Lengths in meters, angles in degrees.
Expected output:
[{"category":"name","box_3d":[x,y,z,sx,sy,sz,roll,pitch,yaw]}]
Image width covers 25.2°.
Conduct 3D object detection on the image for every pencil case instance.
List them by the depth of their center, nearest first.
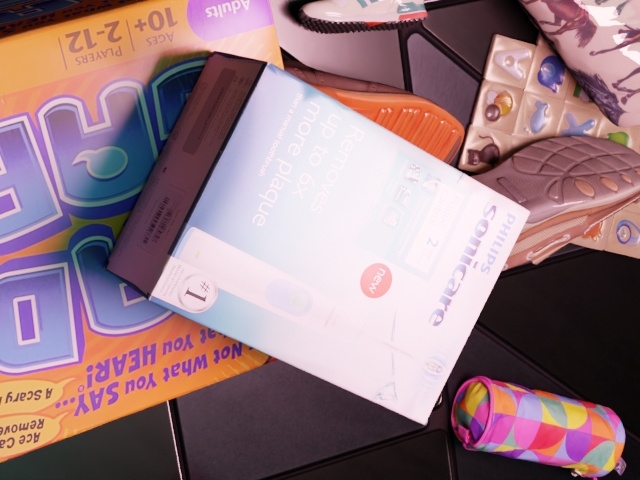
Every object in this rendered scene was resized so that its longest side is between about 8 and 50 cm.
[{"category":"pencil case","box_3d":[0.312,-0.323,1.672,0.183,0.160,0.410,-38,109,4]},{"category":"pencil case","box_3d":[0.282,0.245,1.840,0.236,0.104,0.104,18,93,-26]}]

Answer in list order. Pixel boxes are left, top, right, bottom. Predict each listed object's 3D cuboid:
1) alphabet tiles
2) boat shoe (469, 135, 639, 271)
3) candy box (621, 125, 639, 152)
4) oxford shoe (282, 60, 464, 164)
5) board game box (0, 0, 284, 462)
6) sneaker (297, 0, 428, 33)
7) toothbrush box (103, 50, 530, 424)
[{"category":"alphabet tiles","box_3d":[0.347,-0.135,1.810,0.343,0.011,0.285,13,96,-20]},{"category":"boat shoe","box_3d":[0.258,-0.035,1.746,0.324,0.123,0.116,-17,139,-20]},{"category":"candy box","box_3d":[0.466,-0.081,1.889,0.206,0.027,0.105,42,87,-26]},{"category":"oxford shoe","box_3d":[0.022,-0.146,1.618,0.364,0.132,0.130,10,121,-46]},{"category":"board game box","box_3d":[-0.242,-0.054,1.386,0.356,0.356,0.356,-19,109,-21]},{"category":"sneaker","box_3d":[0.046,-0.281,1.644,0.161,0.057,0.075,-6,87,-22]},{"category":"toothbrush box","box_3d":[0.000,0.000,1.241,0.296,0.126,0.216,28,88,-29]}]
